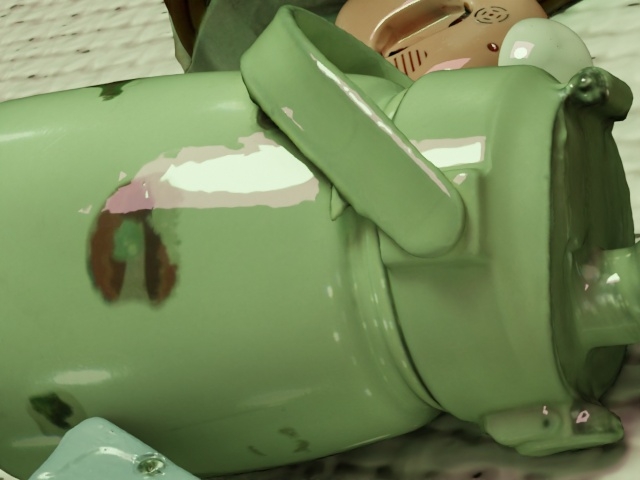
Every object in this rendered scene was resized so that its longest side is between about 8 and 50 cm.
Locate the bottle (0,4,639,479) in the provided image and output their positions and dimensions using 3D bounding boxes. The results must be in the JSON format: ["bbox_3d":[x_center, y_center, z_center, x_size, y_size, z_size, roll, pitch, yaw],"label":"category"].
[{"bbox_3d":[0.000,0.000,0.934,0.351,0.229,0.229,-8,35,27],"label":"bottle"}]

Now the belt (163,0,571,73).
[{"bbox_3d":[0.045,-0.220,1.239,0.338,0.217,0.122,-24,35,5],"label":"belt"}]

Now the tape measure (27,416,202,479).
[{"bbox_3d":[-0.091,0.175,0.813,0.181,0.107,0.182,18,40,32],"label":"tape measure"}]

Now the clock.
[{"bbox_3d":[0.072,-0.099,1.150,0.166,0.093,0.162,-27,31,6],"label":"clock"}]
